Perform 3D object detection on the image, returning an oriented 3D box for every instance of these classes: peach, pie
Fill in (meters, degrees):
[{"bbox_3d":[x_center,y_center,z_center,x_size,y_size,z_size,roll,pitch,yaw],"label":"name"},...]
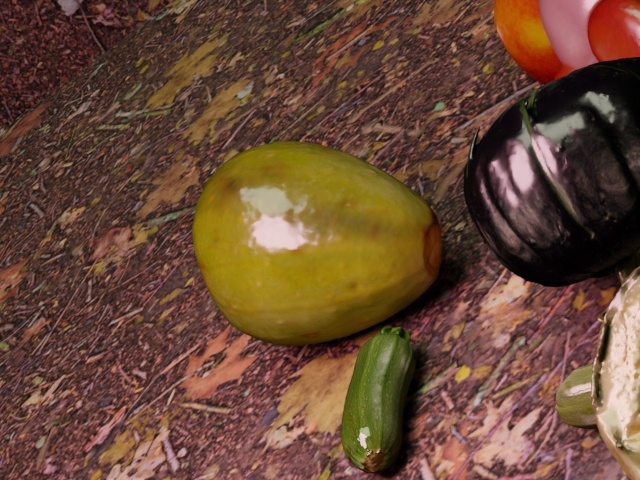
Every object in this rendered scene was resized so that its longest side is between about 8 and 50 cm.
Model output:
[{"bbox_3d":[0.332,-0.302,2.290,0.196,0.226,0.190,-14,55,-19],"label":"peach"},{"bbox_3d":[0.361,0.114,1.546,0.274,0.055,0.274,-15,63,32],"label":"pie"}]

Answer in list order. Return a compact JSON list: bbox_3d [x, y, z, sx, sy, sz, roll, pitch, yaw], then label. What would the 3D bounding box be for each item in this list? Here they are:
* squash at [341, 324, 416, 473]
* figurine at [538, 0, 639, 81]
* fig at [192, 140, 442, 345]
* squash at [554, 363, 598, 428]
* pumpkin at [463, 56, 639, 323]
[{"bbox_3d":[0.065,0.177,1.961,0.077,0.068,0.219,-43,20,37],"label":"squash"},{"bbox_3d":[0.352,-0.276,2.035,0.261,0.211,0.270,-47,-8,-25],"label":"figurine"},{"bbox_3d":[0.000,0.000,2.141,0.326,0.258,0.258,-1,45,37],"label":"fig"},{"bbox_3d":[0.324,0.132,1.658,0.239,0.069,0.069,-22,31,35],"label":"squash"},{"bbox_3d":[0.304,-0.047,1.801,0.296,0.296,0.296,-33,26,18],"label":"pumpkin"}]
